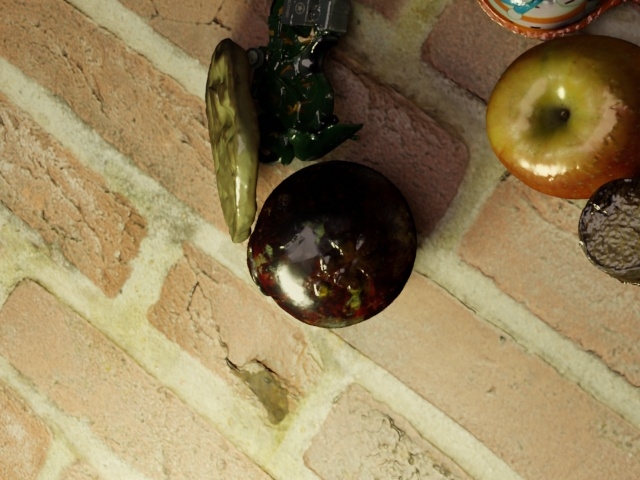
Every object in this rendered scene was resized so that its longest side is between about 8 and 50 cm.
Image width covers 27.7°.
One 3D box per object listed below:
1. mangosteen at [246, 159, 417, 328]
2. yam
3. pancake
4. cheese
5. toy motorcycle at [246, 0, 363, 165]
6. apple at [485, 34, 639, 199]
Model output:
[{"bbox_3d":[0.000,0.000,1.805,0.289,0.231,0.231,15,103,62],"label":"mangosteen"},{"bbox_3d":[0.386,-0.009,1.567,0.131,0.279,0.131,-2,85,21],"label":"yam"},{"bbox_3d":[-0.121,-0.139,1.826,0.049,0.294,0.294,-5,92,-11],"label":"pancake"},{"bbox_3d":[0.332,-0.358,1.640,0.329,0.129,0.217,7,103,7],"label":"cheese"},{"bbox_3d":[-0.016,-0.230,1.826,0.187,0.125,0.275,15,101,34],"label":"toy motorcycle"},{"bbox_3d":[0.331,-0.155,1.634,0.235,0.173,0.210,23,101,34],"label":"apple"}]
